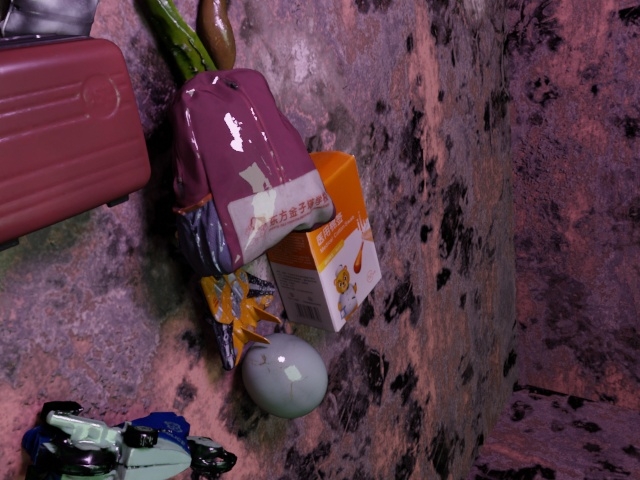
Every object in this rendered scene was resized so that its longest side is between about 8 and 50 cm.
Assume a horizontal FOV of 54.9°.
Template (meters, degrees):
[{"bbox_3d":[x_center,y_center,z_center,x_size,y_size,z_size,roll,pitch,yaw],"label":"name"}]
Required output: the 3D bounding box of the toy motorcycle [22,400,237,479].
[{"bbox_3d":[-0.301,0.334,0.988,0.331,0.196,0.125,17,81,-43],"label":"toy motorcycle"}]

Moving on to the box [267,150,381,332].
[{"bbox_3d":[0.000,0.000,1.376,0.225,0.143,0.342,-46,133,-41],"label":"box"}]

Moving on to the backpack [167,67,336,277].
[{"bbox_3d":[-0.142,-0.126,1.038,0.283,0.197,0.318,-31,104,-44],"label":"backpack"}]

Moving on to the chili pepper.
[{"bbox_3d":[-0.226,-0.328,1.052,0.084,0.076,0.359,-32,126,-18],"label":"chili pepper"}]

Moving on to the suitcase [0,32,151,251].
[{"bbox_3d":[-0.379,-0.133,0.781,0.297,0.161,0.237,-32,123,-47],"label":"suitcase"}]

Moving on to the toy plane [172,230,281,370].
[{"bbox_3d":[-0.197,0.088,1.156,0.316,0.102,0.204,54,51,-37],"label":"toy plane"}]

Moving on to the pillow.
[{"bbox_3d":[-0.370,-0.315,0.851,0.135,0.055,0.092,-7,104,-53],"label":"pillow"}]

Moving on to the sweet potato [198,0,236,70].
[{"bbox_3d":[-0.187,-0.404,1.102,0.069,0.059,0.250,-40,127,-70],"label":"sweet potato"}]

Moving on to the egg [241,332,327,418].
[{"bbox_3d":[-0.075,0.284,1.300,0.231,0.167,0.168,54,54,-50],"label":"egg"}]
